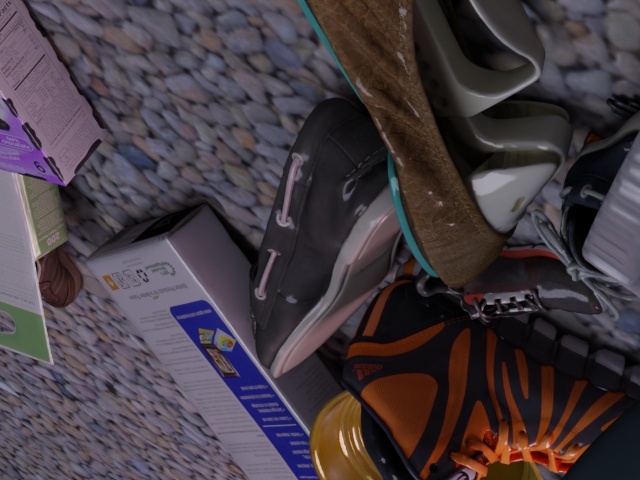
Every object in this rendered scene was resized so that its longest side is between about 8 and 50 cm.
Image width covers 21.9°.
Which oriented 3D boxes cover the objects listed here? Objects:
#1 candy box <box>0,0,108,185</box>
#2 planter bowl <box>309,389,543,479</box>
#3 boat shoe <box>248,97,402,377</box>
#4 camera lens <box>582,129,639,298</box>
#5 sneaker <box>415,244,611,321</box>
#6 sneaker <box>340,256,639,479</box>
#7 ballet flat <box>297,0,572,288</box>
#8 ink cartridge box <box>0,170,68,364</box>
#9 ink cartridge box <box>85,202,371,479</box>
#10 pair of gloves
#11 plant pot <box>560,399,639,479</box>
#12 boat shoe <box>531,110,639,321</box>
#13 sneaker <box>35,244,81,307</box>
[{"bbox_3d":[-0.300,-0.148,1.419,0.165,0.070,0.196,14,148,36],"label":"candy box"},{"bbox_3d":[0.106,0.179,1.453,0.217,0.090,0.217,14,132,17],"label":"planter bowl"},{"bbox_3d":[0.000,0.000,1.298,0.095,0.112,0.335,49,151,11],"label":"boat shoe"},{"bbox_3d":[0.292,-0.016,0.777,0.274,0.219,0.219,30,154,10],"label":"camera lens"},{"bbox_3d":[0.140,0.040,1.230,0.158,0.065,0.061,13,147,38],"label":"sneaker"},{"bbox_3d":[0.158,0.162,1.285,0.321,0.180,0.124,29,154,11],"label":"sneaker"},{"bbox_3d":[0.087,-0.091,1.046,0.124,0.116,0.342,-5,134,24],"label":"ballet flat"},{"bbox_3d":[-0.323,-0.009,1.613,0.171,0.056,0.235,15,127,33],"label":"ink cartridge box"},{"bbox_3d":[-0.062,0.137,1.561,0.371,0.069,0.176,57,149,-13],"label":"ink cartridge box"},{"bbox_3d":[0.206,-0.057,1.048,0.074,0.010,0.083,32,154,6],"label":"pair of gloves"},{"bbox_3d":[0.318,0.180,1.110,0.290,0.195,0.290,27,153,15],"label":"plant pot"},{"bbox_3d":[0.185,-0.008,1.021,0.095,0.079,0.254,40,170,1],"label":"boat shoe"},{"bbox_3d":[-0.301,0.030,1.727,0.066,0.071,0.188,26,153,16],"label":"sneaker"}]
